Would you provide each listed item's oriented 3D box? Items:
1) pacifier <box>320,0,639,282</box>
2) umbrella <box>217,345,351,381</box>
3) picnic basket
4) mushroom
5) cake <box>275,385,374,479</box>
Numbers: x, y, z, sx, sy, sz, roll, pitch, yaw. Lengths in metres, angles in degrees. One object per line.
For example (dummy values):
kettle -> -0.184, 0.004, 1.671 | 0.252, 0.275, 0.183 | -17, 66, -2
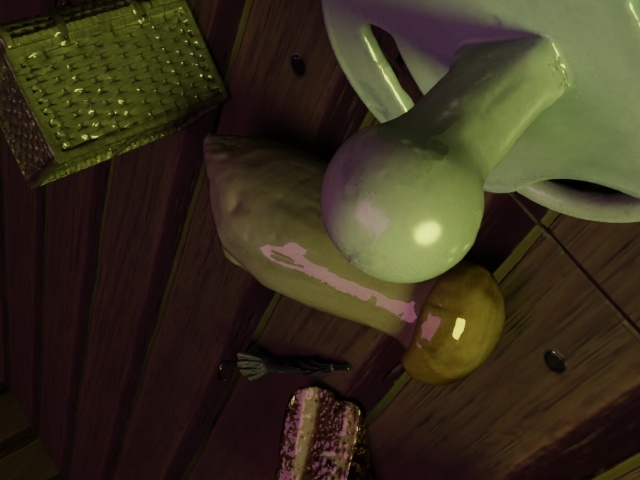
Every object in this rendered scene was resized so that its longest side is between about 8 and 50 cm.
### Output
pacifier -> 0.088, -0.061, 0.436 | 0.287, 0.226, 0.238 | 15, 144, 50
umbrella -> -0.053, 0.142, 0.947 | 0.269, 0.044, 0.044 | -15, 63, 50
picnic basket -> -0.224, -0.166, 0.808 | 0.134, 0.196, 0.154 | -16, 101, 59
mushroom -> 0.000, 0.000, 0.691 | 0.350, 0.128, 0.128 | 33, 138, 30
cake -> 0.021, 0.290, 0.941 | 0.112, 0.135, 0.246 | 9, 92, 38
